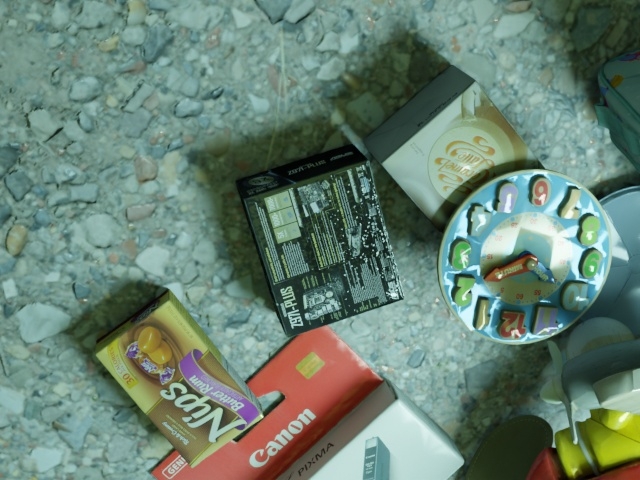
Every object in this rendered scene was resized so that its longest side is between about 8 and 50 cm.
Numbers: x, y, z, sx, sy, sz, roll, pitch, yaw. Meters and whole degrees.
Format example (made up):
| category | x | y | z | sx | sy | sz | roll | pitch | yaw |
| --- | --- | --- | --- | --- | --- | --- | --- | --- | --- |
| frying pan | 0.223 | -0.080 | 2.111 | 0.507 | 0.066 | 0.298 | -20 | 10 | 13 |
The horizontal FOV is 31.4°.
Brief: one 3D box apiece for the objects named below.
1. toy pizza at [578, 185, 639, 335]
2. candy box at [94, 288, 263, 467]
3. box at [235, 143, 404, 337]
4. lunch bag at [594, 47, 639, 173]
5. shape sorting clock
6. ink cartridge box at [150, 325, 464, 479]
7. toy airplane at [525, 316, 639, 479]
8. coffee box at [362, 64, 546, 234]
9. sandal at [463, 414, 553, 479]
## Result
| category | x | y | z | sx | sy | sz | roll | pitch | yaw |
| --- | --- | --- | --- | --- | --- | --- | --- | --- | --- |
| toy pizza | 0.391 | 0.025 | 1.428 | 0.201 | 0.032 | 0.201 | -3 | 109 | -10 |
| candy box | -0.165 | 0.163 | 1.340 | 0.109 | 0.053 | 0.186 | -35 | 106 | 2 |
| box | 0.000 | 0.000 | 1.310 | 0.147 | 0.077 | 0.180 | -19 | 112 | -5 |
| lunch bag | 0.427 | -0.146 | 1.247 | 0.224 | 0.279 | 0.107 | -21 | 112 | 8 |
| shape sorting clock | 0.231 | 0.021 | 1.279 | 0.206 | 0.040 | 0.206 | -4 | 111 | -11 |
| ink cartridge box | -0.015 | 0.283 | 1.415 | 0.296 | 0.066 | 0.261 | -43 | 112 | 5 |
| toy airplane | 0.405 | 0.182 | 1.329 | 0.385 | 0.272 | 0.386 | -23 | 148 | -23 |
| coffee box | 0.184 | -0.060 | 1.317 | 0.141 | 0.098 | 0.246 | -40 | 112 | 4 |
| sandal | 0.234 | 0.329 | 1.490 | 0.079 | 0.088 | 0.240 | 21 | 104 | -52 |
